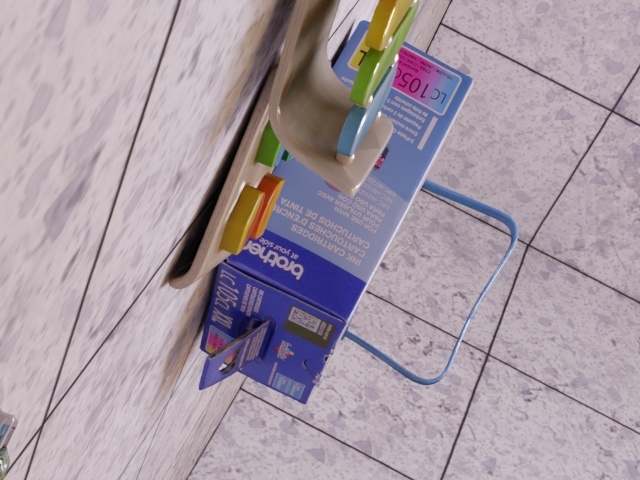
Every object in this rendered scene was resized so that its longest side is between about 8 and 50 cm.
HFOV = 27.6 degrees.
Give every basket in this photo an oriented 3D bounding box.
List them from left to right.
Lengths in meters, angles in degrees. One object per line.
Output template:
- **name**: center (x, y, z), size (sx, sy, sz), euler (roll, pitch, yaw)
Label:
- **basket**: center (0.085, 0.016, 1.695), size (0.254, 0.289, 0.201), euler (-58, 171, -19)

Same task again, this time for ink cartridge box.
- **ink cartridge box**: center (0.000, 0.000, 1.419), size (0.395, 0.151, 0.270), euler (-63, 177, -27)

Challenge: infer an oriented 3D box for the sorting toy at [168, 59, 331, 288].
- **sorting toy**: center (-0.049, -0.059, 1.091), size (0.208, 0.038, 0.193), euler (-63, 178, 10)

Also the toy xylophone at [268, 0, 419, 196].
- **toy xylophone**: center (0.053, -0.205, 0.915), size (0.236, 0.081, 0.322), euler (-61, 172, -45)

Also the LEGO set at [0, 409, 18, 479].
- **LEGO set**: center (-0.192, 0.149, 0.557), size (0.182, 0.060, 0.244), euler (-65, -173, -13)
